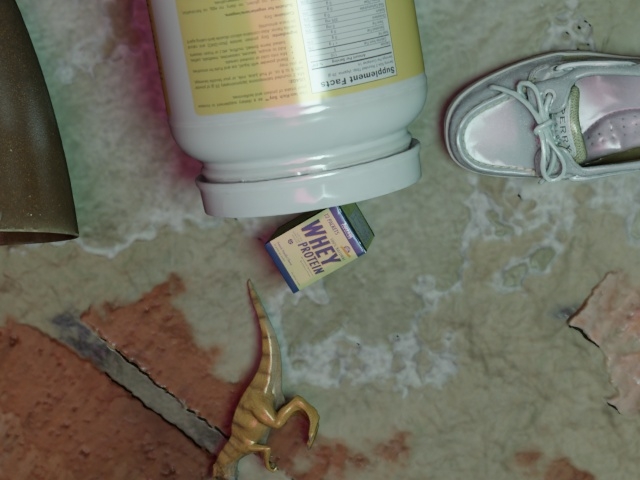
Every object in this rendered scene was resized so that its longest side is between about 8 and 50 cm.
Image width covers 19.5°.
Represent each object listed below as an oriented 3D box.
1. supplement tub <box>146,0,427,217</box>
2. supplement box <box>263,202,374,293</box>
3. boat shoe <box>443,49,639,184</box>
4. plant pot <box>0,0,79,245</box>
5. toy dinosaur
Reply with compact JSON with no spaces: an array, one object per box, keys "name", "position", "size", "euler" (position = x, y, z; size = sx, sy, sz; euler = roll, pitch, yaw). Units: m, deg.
[{"name":"supplement tub","position":[-0.034,-0.203,1.670],"size":[0.241,0.241,0.331],"euler":[-8,101,9]},{"name":"supplement box","position":[0.000,0.000,1.787],"size":[0.083,0.083,0.056],"euler":[-30,96,12]},{"name":"boat shoe","position":[0.272,-0.115,1.718],"size":[0.320,0.103,0.118],"euler":[-3,101,8]},{"name":"plant pot","position":[-0.338,-0.115,1.763],"size":[0.215,0.215,0.230],"euler":[-2,86,8]},{"name":"toy dinosaur","position":[-0.053,0.159,1.837],"size":[0.112,0.064,0.211],"euler":[19,103,5]}]
